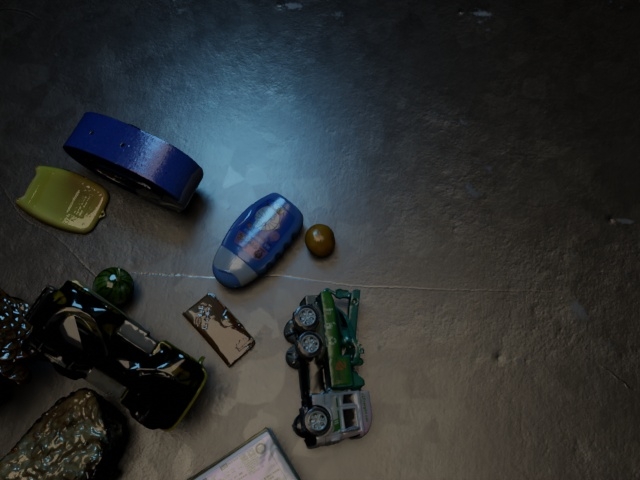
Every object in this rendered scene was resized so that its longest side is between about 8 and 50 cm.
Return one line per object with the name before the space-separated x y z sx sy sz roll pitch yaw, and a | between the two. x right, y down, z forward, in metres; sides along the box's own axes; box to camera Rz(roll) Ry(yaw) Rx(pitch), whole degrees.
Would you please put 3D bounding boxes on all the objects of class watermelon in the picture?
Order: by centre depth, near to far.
watermelon | -0.501 0.112 1.607 0.109 0.109 0.109 0 72 1

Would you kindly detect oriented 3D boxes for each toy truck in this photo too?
toy truck | -0.454 0.249 1.488 0.405 0.254 0.181 33 85 -3
toy truck | 0.017 0.283 1.513 0.178 0.176 0.364 1 70 -12

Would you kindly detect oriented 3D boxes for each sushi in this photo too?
sushi | -0.580 0.498 1.448 0.211 0.171 0.350 38 75 14

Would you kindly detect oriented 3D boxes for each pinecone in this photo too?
pinecone | -0.786 0.264 1.488 0.296 0.242 0.298 -38 43 4

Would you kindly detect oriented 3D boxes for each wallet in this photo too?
wallet | -0.246 0.213 1.612 0.095 0.026 0.176 -40 76 -14

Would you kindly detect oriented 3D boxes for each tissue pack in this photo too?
tissue pack | -0.162 0.548 1.448 0.225 0.124 0.185 -32 73 -9

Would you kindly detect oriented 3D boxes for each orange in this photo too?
orange | 0.000 0.000 1.653 0.085 0.085 0.085 0 72 1

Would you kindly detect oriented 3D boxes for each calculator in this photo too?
calculator | -0.667 -0.109 1.722 0.236 0.033 0.157 20 72 6

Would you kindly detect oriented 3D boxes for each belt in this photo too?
belt | -0.467 -0.195 1.654 0.347 0.212 0.117 23 73 12

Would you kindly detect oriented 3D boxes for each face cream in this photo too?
face cream | -0.165 0.005 1.649 0.149 0.083 0.264 36 76 15
